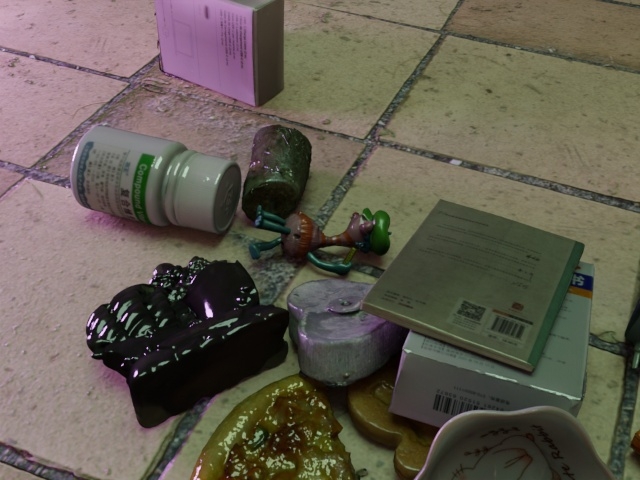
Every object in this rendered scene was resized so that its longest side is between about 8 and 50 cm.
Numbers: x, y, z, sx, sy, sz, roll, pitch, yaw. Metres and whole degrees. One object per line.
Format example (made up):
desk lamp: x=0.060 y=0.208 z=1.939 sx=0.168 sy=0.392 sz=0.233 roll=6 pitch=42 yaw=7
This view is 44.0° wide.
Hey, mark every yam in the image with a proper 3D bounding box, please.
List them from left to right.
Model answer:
yam: x=-0.070 y=-0.110 z=1.284 sx=0.107 sy=0.107 sz=0.183 roll=5 pitch=44 yaw=4

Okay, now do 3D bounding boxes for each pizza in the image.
pizza: x=-0.039 y=0.255 z=0.896 sx=0.197 sy=0.058 sz=0.292 roll=24 pitch=46 yaw=23

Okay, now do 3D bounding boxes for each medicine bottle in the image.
medicine bottle: x=-0.251 y=-0.090 z=1.226 sx=0.237 sy=0.139 sz=0.139 roll=14 pitch=43 yaw=11

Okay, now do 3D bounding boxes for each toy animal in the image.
toy animal: x=0.000 y=0.000 z=1.172 sx=0.209 sy=0.100 sz=0.103 roll=4 pitch=63 yaw=-10

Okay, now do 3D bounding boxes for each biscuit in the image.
biscuit: x=0.133 y=0.216 z=0.962 sx=0.249 sy=0.035 sz=0.184 roll=30 pitch=45 yaw=29

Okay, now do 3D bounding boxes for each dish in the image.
dish: x=0.188 y=0.264 z=0.826 sx=0.230 sy=0.229 sz=0.081 roll=-4 pitch=9 yaw=-6

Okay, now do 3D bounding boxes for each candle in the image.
candle: x=0.043 y=0.109 z=1.020 sx=0.169 sy=0.068 sz=0.192 roll=-9 pitch=23 yaw=-10

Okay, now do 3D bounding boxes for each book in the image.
book: x=0.197 y=0.043 z=0.980 sx=0.215 sy=0.025 sz=0.283 roll=19 pitch=35 yaw=21

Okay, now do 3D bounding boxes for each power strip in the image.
power strip: x=0.452 y=0.081 z=1.052 sx=0.044 sy=0.137 sz=0.216 roll=27 pitch=52 yaw=17

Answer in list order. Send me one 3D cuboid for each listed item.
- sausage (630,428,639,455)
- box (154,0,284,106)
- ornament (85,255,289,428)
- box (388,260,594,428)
sausage: x=0.450 y=0.288 z=0.865 sx=0.071 sy=0.071 sz=0.234 roll=-20 pitch=46 yaw=-23
box: x=-0.196 y=-0.398 z=1.523 sx=0.252 sy=0.203 sz=0.106 roll=25 pitch=45 yaw=24
ornament: x=-0.194 y=0.097 z=1.052 sx=0.251 sy=0.106 sz=0.260 roll=-23 pitch=42 yaw=-29
box: x=0.223 y=0.117 z=0.989 sx=0.200 sy=0.106 sz=0.299 roll=15 pitch=31 yaw=13
